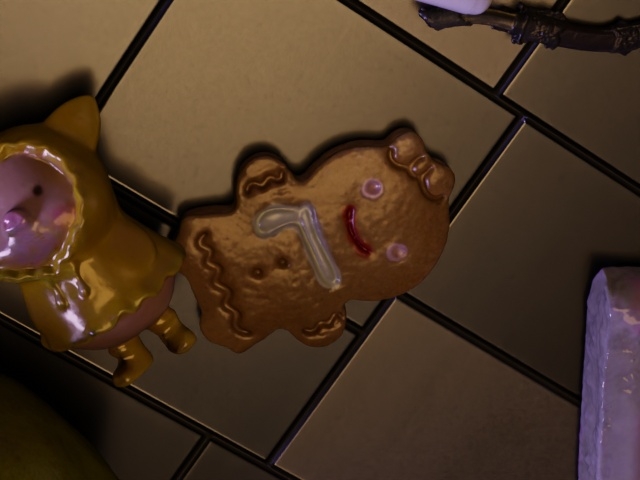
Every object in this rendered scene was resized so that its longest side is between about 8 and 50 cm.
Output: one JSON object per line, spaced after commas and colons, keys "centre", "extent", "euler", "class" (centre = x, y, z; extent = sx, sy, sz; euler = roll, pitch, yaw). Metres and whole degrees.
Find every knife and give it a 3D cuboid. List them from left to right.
{"centre": [0.187, -0.176, 1.587], "extent": [0.222, 0.021, 0.045], "euler": [-1, 112, -12], "class": "knife"}

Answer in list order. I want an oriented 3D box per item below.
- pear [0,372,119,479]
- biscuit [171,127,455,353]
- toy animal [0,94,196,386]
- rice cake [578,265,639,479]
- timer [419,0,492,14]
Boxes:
{"centre": [-0.317, 0.230, 1.552], "extent": [0.321, 0.269, 0.269], "euler": [3, 113, -37], "class": "pear"}
{"centre": [0.001, 0.001, 1.624], "extent": [0.249, 0.035, 0.184], "euler": [-20, 113, 0], "class": "biscuit"}
{"centre": [-0.194, 0.007, 1.551], "extent": [0.156, 0.156, 0.229], "euler": [-31, 102, 5], "class": "toy animal"}
{"centre": [0.273, 0.210, 1.728], "extent": [0.070, 0.064, 0.399], "euler": [-6, 112, -12], "class": "rice cake"}
{"centre": [0.047, -0.299, 1.427], "extent": [0.195, 0.192, 0.194], "euler": [15, 109, -13], "class": "timer"}
